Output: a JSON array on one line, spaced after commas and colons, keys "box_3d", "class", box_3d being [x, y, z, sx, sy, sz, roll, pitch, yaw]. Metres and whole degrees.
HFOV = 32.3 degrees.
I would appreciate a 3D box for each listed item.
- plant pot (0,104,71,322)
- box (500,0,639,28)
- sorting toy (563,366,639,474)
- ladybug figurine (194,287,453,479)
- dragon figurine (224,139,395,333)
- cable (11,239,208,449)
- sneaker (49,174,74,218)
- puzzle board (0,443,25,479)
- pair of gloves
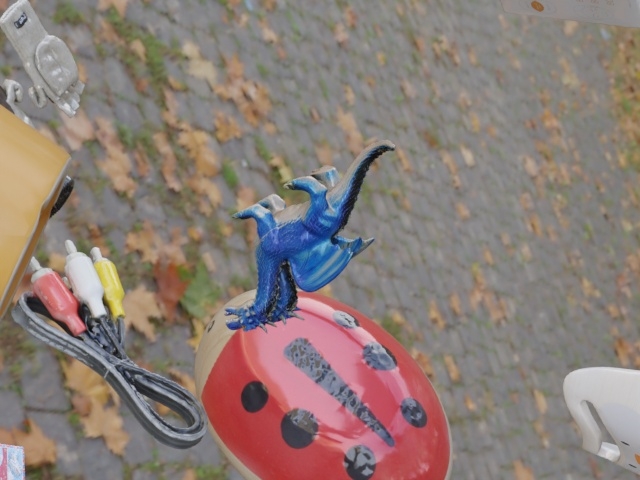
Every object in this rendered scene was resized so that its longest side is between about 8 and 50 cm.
[{"box_3d": [-0.252, -0.029, 0.623, 0.188, 0.205, 0.205, 24, 38, -11], "class": "plant pot"}, {"box_3d": [0.276, -0.309, 1.207, 0.130, 0.170, 0.091, 38, 69, -61], "class": "box"}, {"box_3d": [0.113, 0.062, 0.336, 0.045, 0.075, 0.083, -60, 143, -25], "class": "sorting toy"}, {"box_3d": [0.003, 0.222, 1.573, 0.449, 0.305, 0.162, 37, -26, 25], "class": "ladybug figurine"}, {"box_3d": [0.000, 0.000, 1.209, 0.144, 0.289, 0.085, 60, 26, -2], "class": "dragon figurine"}, {"box_3d": [-0.238, 0.116, 1.239, 0.139, 0.072, 0.287, -11, 50, -47], "class": "cable"}, {"box_3d": [-0.351, -0.027, 1.184, 0.089, 0.170, 0.051, 40, -6, 6], "class": "sneaker"}, {"box_3d": [-0.443, 0.333, 1.493, 0.096, 0.011, 0.128, 18, 47, -38], "class": "puzzle board"}, {"box_3d": [-0.470, -0.234, 1.738, 0.204, 0.042, 0.240, 53, 44, -37], "class": "pair of gloves"}]
